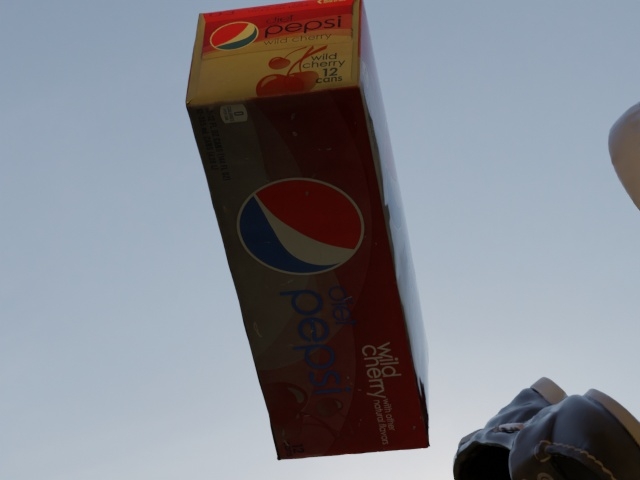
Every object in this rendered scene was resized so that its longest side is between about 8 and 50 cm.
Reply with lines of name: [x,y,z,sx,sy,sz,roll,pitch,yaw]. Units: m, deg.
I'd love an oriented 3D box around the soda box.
soda box: [0.000,0.000,1.023,0.092,0.083,0.263,-6,-49,7]

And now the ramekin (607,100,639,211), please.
ramekin: [0.351,-0.046,1.325,0.277,0.277,0.135,16,-58,-31]

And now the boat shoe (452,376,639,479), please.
boat shoe: [0.153,0.155,1.184,0.095,0.112,0.335,-37,2,-4]
